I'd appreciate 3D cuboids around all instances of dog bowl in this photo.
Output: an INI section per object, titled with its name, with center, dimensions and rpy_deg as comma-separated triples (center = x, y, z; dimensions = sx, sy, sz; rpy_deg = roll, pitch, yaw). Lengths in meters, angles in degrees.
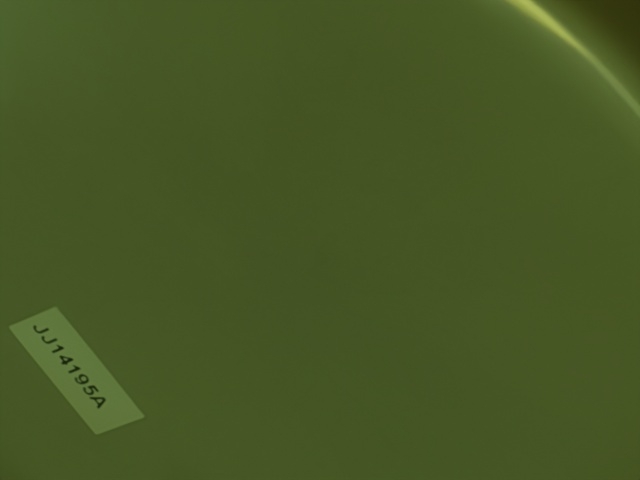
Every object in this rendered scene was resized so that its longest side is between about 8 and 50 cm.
[dog bowl]
center = 0.000, 0.000, 0.511
dimensions = 0.348, 0.102, 0.349
rpy_deg = 15, 130, 18
